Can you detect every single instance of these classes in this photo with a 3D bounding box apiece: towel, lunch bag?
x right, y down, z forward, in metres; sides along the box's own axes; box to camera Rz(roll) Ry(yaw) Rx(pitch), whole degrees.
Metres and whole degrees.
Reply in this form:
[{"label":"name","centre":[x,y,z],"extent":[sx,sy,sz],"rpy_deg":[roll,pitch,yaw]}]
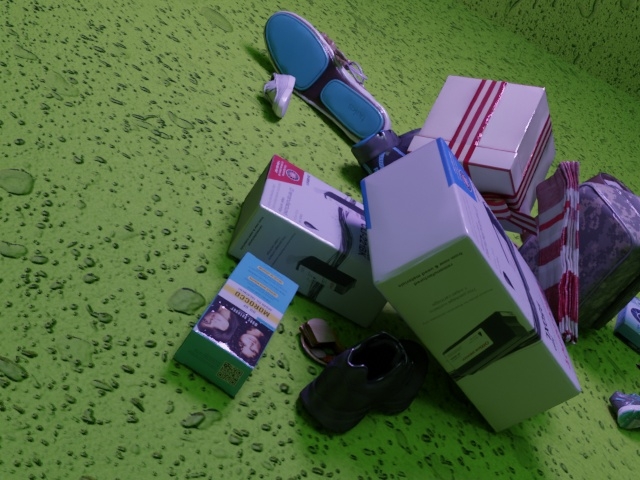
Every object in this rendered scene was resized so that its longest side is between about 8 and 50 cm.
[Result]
[{"label":"towel","centre":[0.434,0.035,1.735],"extent":[0.037,0.329,0.237],"rpy_deg":[3,-10,2]},{"label":"lunch bag","centre":[0.595,0.038,1.967],"extent":[0.256,0.305,0.212],"rpy_deg":[4,42,-42]}]

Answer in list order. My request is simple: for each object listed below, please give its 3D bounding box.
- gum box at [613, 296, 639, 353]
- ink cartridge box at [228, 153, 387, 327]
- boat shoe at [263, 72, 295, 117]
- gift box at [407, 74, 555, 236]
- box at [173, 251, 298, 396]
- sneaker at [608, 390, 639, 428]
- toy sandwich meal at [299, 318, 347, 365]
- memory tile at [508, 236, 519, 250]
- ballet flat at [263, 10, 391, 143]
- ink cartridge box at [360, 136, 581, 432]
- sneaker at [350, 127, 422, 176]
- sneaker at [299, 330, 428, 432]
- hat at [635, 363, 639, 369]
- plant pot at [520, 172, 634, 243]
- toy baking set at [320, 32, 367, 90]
[{"label":"gum box","centre":[0.759,0.215,2.150],"extent":[0.157,0.041,0.184],"rpy_deg":[38,28,6]},{"label":"ink cartridge box","centre":[0.000,0.000,1.584],"extent":[0.273,0.114,0.197],"rpy_deg":[30,29,-12]},{"label":"boat shoe","centre":[-0.095,-0.324,2.032],"extent":[0.063,0.066,0.184],"rpy_deg":[16,33,-5]},{"label":"gift box","centre":[0.353,-0.156,1.959],"extent":[0.255,0.258,0.276],"rpy_deg":[11,-31,33]},{"label":"box","centre":[-0.116,0.114,1.346],"extent":[0.100,0.060,0.244],"rpy_deg":[34,28,-3]},{"label":"sneaker","centre":[0.631,0.330,1.821],"extent":[0.166,0.065,0.076],"rpy_deg":[19,27,-31]},{"label":"toy sandwich meal","centre":[0.006,0.158,1.441],"extent":[0.085,0.029,0.085],"rpy_deg":[26,30,-16]},{"label":"memory tile","centre":[0.389,-0.007,2.118],"extent":[0.148,0.012,0.113],"rpy_deg":[-7,50,-51]},{"label":"ballet flat","centre":[0.016,-0.365,2.168],"extent":[0.400,0.139,0.139],"rpy_deg":[48,31,13]},{"label":"ink cartridge box","centre":[0.242,0.074,1.521],"extent":[0.395,0.166,0.285],"rpy_deg":[50,20,-31]},{"label":"sneaker","centre":[0.183,-0.167,2.068],"extent":[0.341,0.125,0.140],"rpy_deg":[-17,82,-57]},{"label":"sneaker","centre":[0.095,0.192,1.383],"extent":[0.109,0.130,0.286],"rpy_deg":[43,28,18]},{"label":"hat","centre":[0.732,0.385,1.873],"extent":[0.173,0.183,0.208],"rpy_deg":[58,41,-45]},{"label":"plant pot","centre":[0.628,-0.040,2.194],"extent":[0.215,0.230,0.215],"rpy_deg":[26,30,-17]},{"label":"toy baking set","centre":[0.069,-0.415,2.237],"extent":[0.197,0.030,0.256],"rpy_deg":[51,0,32]}]
